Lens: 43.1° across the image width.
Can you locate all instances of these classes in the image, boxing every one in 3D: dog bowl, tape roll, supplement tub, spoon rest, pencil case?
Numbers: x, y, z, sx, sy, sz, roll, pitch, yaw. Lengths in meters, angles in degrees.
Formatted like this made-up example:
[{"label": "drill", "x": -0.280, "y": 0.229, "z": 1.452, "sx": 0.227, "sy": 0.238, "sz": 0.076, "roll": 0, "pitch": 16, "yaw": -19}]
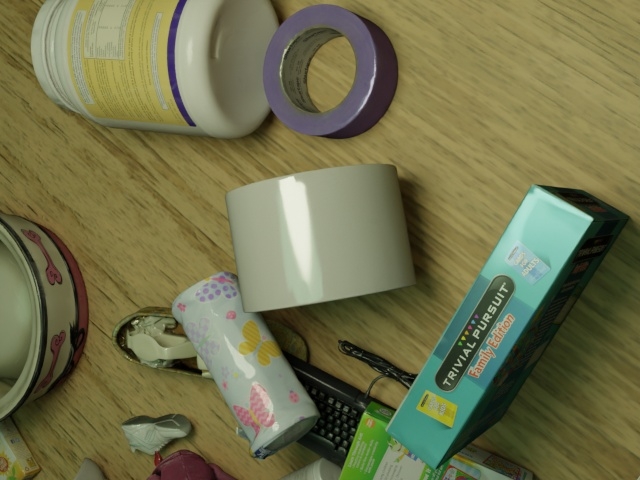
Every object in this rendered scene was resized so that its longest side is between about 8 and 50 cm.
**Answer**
[{"label": "dog bowl", "x": -0.608, "y": 0.133, "z": 1.516, "sx": 0.408, "sy": 0.150, "sz": 0.408, "roll": 2, "pitch": 94, "yaw": 29}, {"label": "tape roll", "x": 0.000, "y": 0.000, "z": 1.127, "sx": 0.246, "sy": 0.246, "sz": 0.169, "roll": -11, "pitch": 86, "yaw": 28}, {"label": "tape roll", "x": 0.014, "y": -0.247, "z": 1.202, "sx": 0.189, "sy": 0.080, "sz": 0.189, "roll": 2, "pitch": 94, "yaw": 29}, {"label": "supplement tub", "x": -0.251, "y": -0.287, "z": 1.252, "sx": 0.331, "sy": 0.241, "sz": 0.241, "roll": 10, "pitch": 97, "yaw": 27}, {"label": "supplement tub", "x": -0.020, "y": 0.386, "z": 1.253, "sx": 0.107, "sy": 0.071, "sz": 0.071, "roll": -32, "pitch": 77, "yaw": 25}, {"label": "spoon rest", "x": -0.405, "y": 0.448, "z": 1.392, "sx": 0.276, "sy": 0.084, "sz": 0.137, "roll": 156, "pitch": 123, "yaw": -65}, {"label": "pencil case", "x": -0.111, "y": 0.179, "z": 1.180, "sx": 0.273, "sy": 0.113, "sz": 0.124, "roll": 58, "pitch": 138, "yaw": 19}]

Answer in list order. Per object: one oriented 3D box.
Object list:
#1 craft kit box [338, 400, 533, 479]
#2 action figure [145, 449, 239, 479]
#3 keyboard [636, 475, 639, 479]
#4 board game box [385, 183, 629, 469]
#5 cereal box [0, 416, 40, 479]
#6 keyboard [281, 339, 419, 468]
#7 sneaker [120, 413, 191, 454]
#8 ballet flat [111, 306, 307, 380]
[{"label": "craft kit box", "x": 0.138, "y": 0.390, "z": 1.146, "sx": 0.247, "sy": 0.061, "sz": 0.249, "roll": 22, "pitch": 104, "yaw": 10}, {"label": "action figure", "x": -0.202, "y": 0.419, "z": 1.230, "sx": 0.370, "sy": 0.248, "sz": 0.275, "roll": 43, "pitch": 139, "yaw": 53}, {"label": "keyboard", "x": 0.443, "y": 0.316, "z": 1.031, "sx": 0.072, "sy": 0.014, "sz": 0.256, "roll": 35, "pitch": 108, "yaw": 23}, {"label": "board game box", "x": 0.237, "y": 0.096, "z": 0.998, "sx": 0.079, "sy": 0.254, "sz": 0.336, "roll": 34, "pitch": 107, "yaw": 23}, {"label": "cereal box", "x": -0.676, "y": 0.410, "z": 1.621, "sx": 0.173, "sy": 0.047, "sz": 0.240, "roll": -44, "pitch": 72, "yaw": 23}, {"label": "keyboard", "x": 0.058, "y": 0.249, "z": 1.197, "sx": 0.317, "sy": 0.033, "sz": 0.201, "roll": 25, "pitch": 104, "yaw": 14}, {"label": "sneaker", "x": -0.279, "y": 0.337, "z": 1.406, "sx": 0.152, "sy": 0.054, "sz": 0.061, "roll": -10, "pitch": 97, "yaw": 34}, {"label": "ballet flat", "x": -0.193, "y": 0.175, "z": 1.312, "sx": 0.349, "sy": 0.123, "sz": 0.123, "roll": 6, "pitch": 95, "yaw": 28}]
